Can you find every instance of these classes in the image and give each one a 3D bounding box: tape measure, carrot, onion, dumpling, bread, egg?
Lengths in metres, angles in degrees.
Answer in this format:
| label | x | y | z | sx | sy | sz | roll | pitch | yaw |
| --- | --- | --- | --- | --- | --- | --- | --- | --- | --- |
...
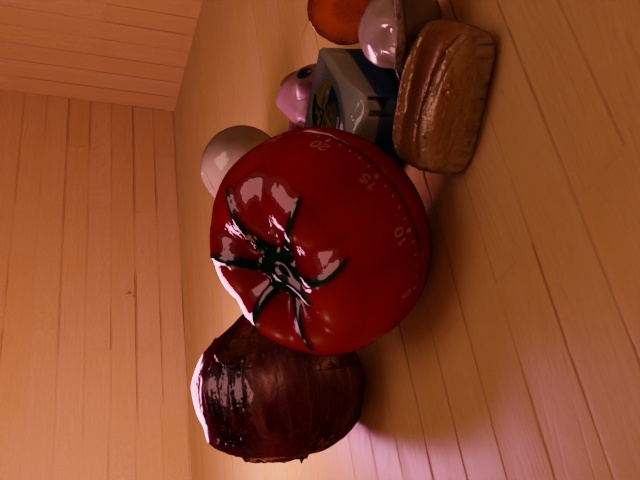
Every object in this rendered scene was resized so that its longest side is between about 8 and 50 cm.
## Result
| label | x | y | z | sx | sy | sz | roll | pitch | yaw |
| --- | --- | --- | --- | --- | --- | --- | --- | --- | --- |
| tape measure | 0.061 | -0.214 | 1.510 | 0.259 | 0.138 | 0.262 | -111 | 32 | -52 |
| carrot | 0.054 | -0.512 | 1.622 | 0.225 | 0.159 | 0.159 | -89 | 15 | -51 |
| onion | -0.082 | 0.225 | 1.533 | 0.347 | 0.347 | 0.386 | 160 | 109 | -68 |
| dumpling | 0.131 | -0.330 | 1.308 | 0.247 | 0.142 | 0.173 | 39 | -135 | -73 |
| bread | 0.182 | -0.217 | 1.221 | 0.140 | 0.106 | 0.237 | -135 | 51 | -62 |
| egg | -0.212 | -0.196 | 2.139 | 0.269 | 0.219 | 0.219 | 129 | 141 | -60 |

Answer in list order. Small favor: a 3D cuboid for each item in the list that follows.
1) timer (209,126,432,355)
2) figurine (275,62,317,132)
| label | x | y | z | sx | sy | sz | roll | pitch | yaw |
| --- | --- | --- | --- | --- | --- | --- | --- | --- | --- |
| timer | 0.000 | 0.000 | 1.323 | 0.377 | 0.279 | 0.378 | 19 | 126 | 30 |
| figurine | -0.032 | -0.280 | 1.749 | 0.186 | 0.176 | 0.287 | 55 | 159 | 23 |
